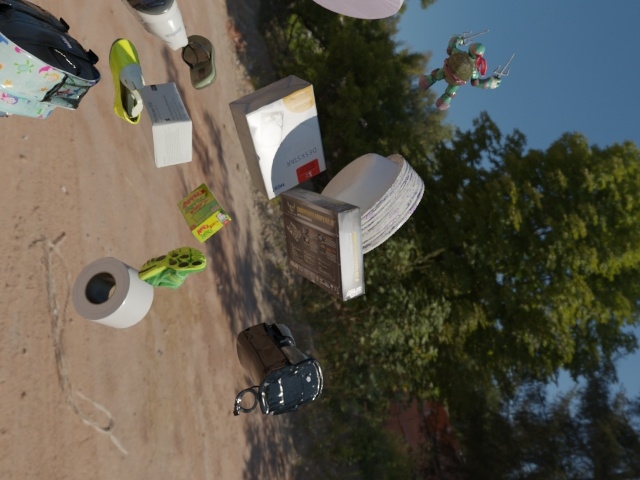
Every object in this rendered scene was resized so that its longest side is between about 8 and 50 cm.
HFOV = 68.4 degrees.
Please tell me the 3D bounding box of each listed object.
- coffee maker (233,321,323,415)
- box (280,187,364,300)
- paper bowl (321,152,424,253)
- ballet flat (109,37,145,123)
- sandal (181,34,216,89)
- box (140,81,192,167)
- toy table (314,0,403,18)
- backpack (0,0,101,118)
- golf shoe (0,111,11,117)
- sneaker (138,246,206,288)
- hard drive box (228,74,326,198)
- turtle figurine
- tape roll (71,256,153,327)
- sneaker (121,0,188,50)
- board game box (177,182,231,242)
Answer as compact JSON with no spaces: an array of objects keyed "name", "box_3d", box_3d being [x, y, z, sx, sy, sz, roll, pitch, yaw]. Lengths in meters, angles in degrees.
[{"name":"coffee maker","box_3d":[-0.105,0.243,0.922,0.178,0.171,0.120,31,-71,59]},{"name":"box","box_3d":[0.000,0.000,0.987,0.231,0.056,0.183,24,-56,54]},{"name":"paper bowl","box_3d":[0.107,-0.105,1.187,0.148,0.284,0.284,46,15,-18]},{"name":"ballet flat","box_3d":[-0.468,-0.380,1.159,0.077,0.077,0.231,46,-37,11]},{"name":"sandal","box_3d":[-0.437,-0.651,1.668,0.086,0.120,0.303,48,14,-51]},{"name":"box","box_3d":[-0.487,-0.361,1.476,0.181,0.118,0.182,62,-27,24]},{"name":"toy table","box_3d":[0.092,-0.600,1.013,0.252,0.274,0.161,25,90,-60]},{"name":"backpack","box_3d":[-0.588,-0.360,0.898,0.225,0.191,0.253,49,7,-3]},{"name":"golf shoe","box_3d":[-0.677,-0.409,1.109,0.140,0.115,0.306,106,9,-45]},{"name":"sneaker","box_3d":[-0.531,0.106,1.740,0.124,0.295,0.110,54,33,-40]},{"name":"hard drive box","box_3d":[-0.095,-0.247,1.134,0.089,0.181,0.232,40,-27,41]},{"name":"turtle figurine","box_3d":[0.360,-0.442,1.200,0.234,0.118,0.176,-35,-101,56]},{"name":"tape roll","box_3d":[-0.800,0.205,1.823,0.169,0.245,0.247,58,19,-67]},{"name":"sneaker","box_3d":[-0.378,-0.509,1.009,0.297,0.110,0.129,54,-9,31]},{"name":"board game box","box_3d":[-0.299,-0.074,1.193,0.043,0.092,0.181,54,-6,-37]}]
